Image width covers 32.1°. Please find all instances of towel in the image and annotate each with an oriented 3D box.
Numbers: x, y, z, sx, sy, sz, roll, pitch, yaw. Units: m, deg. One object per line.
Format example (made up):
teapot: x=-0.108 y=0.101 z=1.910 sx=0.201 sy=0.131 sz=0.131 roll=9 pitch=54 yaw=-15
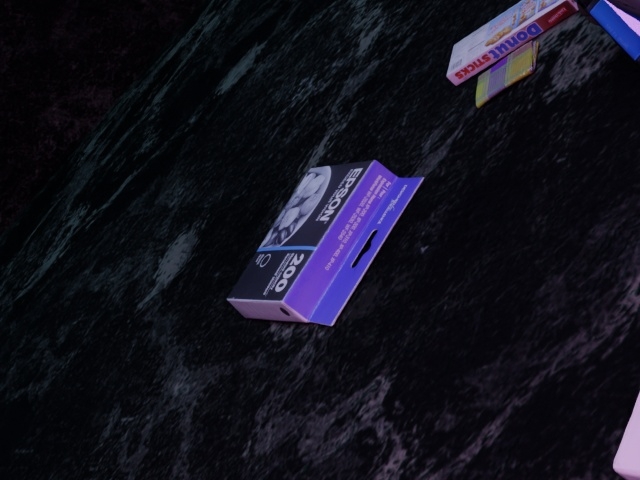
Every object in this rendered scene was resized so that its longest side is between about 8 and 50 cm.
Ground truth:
towel: x=0.207 y=-0.185 z=1.233 sx=0.083 sy=0.009 sz=0.060 roll=-33 pitch=29 yaw=36

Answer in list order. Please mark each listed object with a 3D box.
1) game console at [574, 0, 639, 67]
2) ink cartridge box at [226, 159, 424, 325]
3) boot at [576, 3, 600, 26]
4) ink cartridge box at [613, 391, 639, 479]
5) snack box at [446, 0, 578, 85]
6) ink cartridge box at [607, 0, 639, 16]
game console: x=0.361 y=-0.261 z=0.926 sx=0.293 sy=0.250 sz=0.173 roll=-43 pitch=-13 yaw=16
ink cartridge box: x=0.000 y=0.000 z=1.282 sx=0.208 sy=0.045 sz=0.206 roll=-1 pitch=52 yaw=59
boot: x=0.344 y=-0.319 z=1.080 sx=0.246 sy=0.083 sz=0.161 roll=-38 pitch=32 yaw=20
ink cartridge box: x=0.250 y=0.114 z=0.463 sx=0.148 sy=0.203 sz=0.086 roll=-9 pitch=48 yaw=57
snack box: x=0.221 y=-0.244 z=1.281 sx=0.178 sy=0.022 sz=0.064 roll=-29 pitch=30 yaw=40
ink cartridge box: x=0.362 y=-0.252 z=0.689 sx=0.385 sy=0.091 sz=0.308 roll=40 pitch=105 yaw=51
